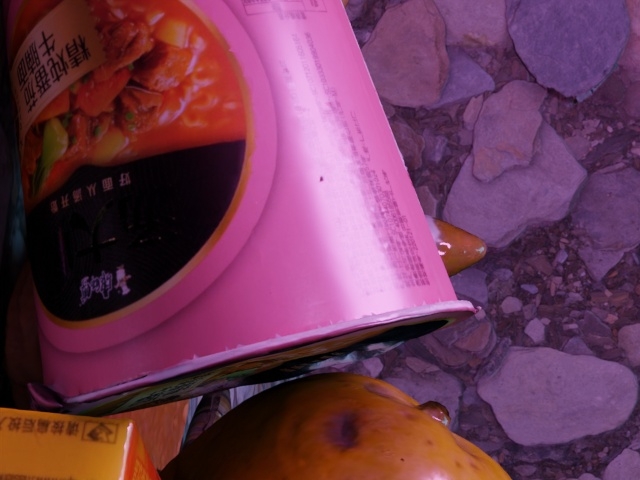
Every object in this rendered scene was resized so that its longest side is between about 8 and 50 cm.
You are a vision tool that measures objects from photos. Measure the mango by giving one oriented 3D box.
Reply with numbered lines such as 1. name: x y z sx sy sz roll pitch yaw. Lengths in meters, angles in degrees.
1. mango: -0.030 0.221 0.902 0.365 0.182 0.253 -44 -156 39

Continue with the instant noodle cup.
1. instant noodle cup: -0.061 -0.050 0.806 0.244 0.244 0.255 60 14 -83

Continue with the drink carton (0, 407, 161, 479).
1. drink carton: -0.148 0.261 0.691 0.154 0.111 0.351 84 12 -65

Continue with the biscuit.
1. biscuit: -0.141 0.076 1.013 0.376 0.051 0.269 57 39 -78

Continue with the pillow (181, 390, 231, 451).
1. pillow: -0.120 0.268 1.485 0.212 0.052 0.208 -81 180 -65

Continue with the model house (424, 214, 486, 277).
1. model house: 0.000 0.000 1.365 0.184 0.291 0.253 -60 154 -70

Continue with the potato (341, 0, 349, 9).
1. potato: -0.062 -0.173 1.037 0.141 0.191 0.296 57 29 -24
